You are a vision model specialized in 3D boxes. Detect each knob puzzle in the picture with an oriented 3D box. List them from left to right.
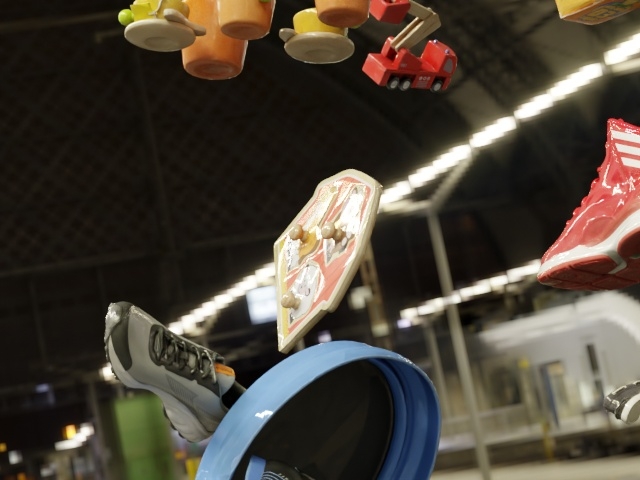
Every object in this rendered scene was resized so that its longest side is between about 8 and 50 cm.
[{"bbox_3d":[0.000,0.000,1.567,0.030,0.213,0.213,25,-24,-24],"label":"knob puzzle"}]

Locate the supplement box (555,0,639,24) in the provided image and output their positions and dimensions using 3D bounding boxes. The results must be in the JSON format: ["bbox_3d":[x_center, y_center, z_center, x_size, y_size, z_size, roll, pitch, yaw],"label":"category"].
[{"bbox_3d":[0.235,-0.322,1.366,0.080,0.233,0.078,-24,-13,32],"label":"supplement box"}]

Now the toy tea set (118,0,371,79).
[{"bbox_3d":[-0.068,-0.293,1.778,0.336,0.124,0.200,-5,-16,21],"label":"toy tea set"}]

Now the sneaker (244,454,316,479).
[{"bbox_3d":[-0.054,0.323,1.732,0.090,0.081,0.232,14,18,0],"label":"sneaker"}]

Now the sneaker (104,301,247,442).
[{"bbox_3d":[-0.178,0.155,1.839,0.108,0.100,0.271,-17,-42,23],"label":"sneaker"}]

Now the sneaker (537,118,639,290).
[{"bbox_3d":[0.277,-0.035,1.360,0.087,0.128,0.221,12,-22,-24],"label":"sneaker"}]

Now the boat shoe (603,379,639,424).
[{"bbox_3d":[0.379,0.187,1.743,0.038,0.046,0.125,29,27,31],"label":"boat shoe"}]

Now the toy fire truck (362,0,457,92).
[{"bbox_3d":[0.124,-0.275,2.013,0.192,0.047,0.135,-2,-52,-41],"label":"toy fire truck"}]

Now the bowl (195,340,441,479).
[{"bbox_3d":[-0.006,0.310,1.948,0.391,0.391,0.077,-5,27,-42],"label":"bowl"}]
